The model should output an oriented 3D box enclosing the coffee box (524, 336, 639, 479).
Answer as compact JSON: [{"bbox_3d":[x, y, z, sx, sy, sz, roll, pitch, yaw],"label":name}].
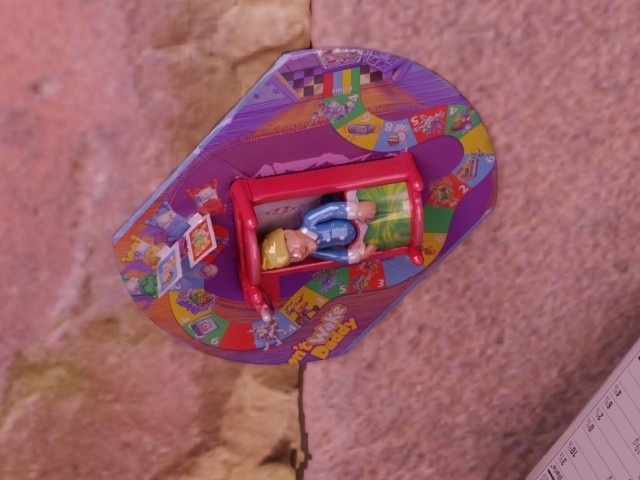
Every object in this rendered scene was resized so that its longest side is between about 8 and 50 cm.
[{"bbox_3d":[0.238,0.086,0.811,0.168,0.119,0.297,23,112,-30],"label":"coffee box"}]

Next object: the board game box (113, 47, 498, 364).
[{"bbox_3d":[0.000,0.000,0.749,0.133,0.033,0.169,31,114,-33],"label":"board game box"}]
